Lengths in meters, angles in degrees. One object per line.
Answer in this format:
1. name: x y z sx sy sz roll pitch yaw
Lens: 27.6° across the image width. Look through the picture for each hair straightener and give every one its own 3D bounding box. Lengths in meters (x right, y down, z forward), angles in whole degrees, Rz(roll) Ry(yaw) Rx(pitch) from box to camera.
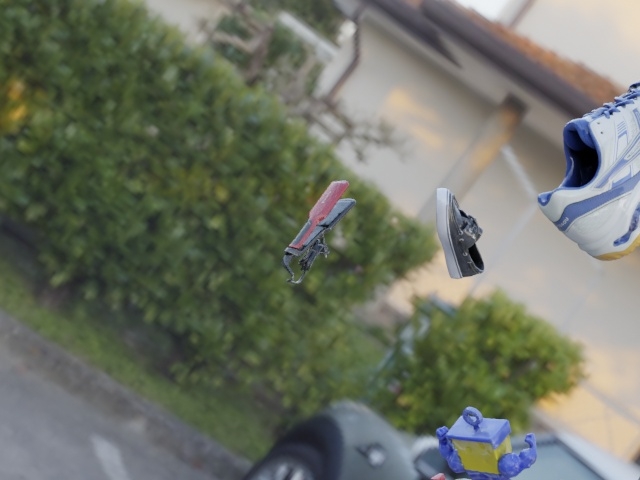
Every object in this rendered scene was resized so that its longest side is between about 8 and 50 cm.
1. hair straightener: 0.000 0.000 2.234 0.047 0.230 0.089 1 -48 33

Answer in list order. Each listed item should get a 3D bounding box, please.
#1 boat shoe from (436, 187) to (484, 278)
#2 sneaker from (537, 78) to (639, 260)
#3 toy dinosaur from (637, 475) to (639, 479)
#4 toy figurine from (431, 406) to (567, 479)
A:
1. boat shoe: 0.257 -0.011 2.354 0.228 0.076 0.080 73 18 -44
2. sneaker: 0.360 -0.128 1.531 0.131 0.296 0.112 32 -19 -15
3. toy dinosaur: 0.367 0.414 1.833 0.121 0.160 0.313 61 -20 2
4. toy figurine: 0.308 0.411 2.362 0.362 0.191 0.217 -1 -68 44
